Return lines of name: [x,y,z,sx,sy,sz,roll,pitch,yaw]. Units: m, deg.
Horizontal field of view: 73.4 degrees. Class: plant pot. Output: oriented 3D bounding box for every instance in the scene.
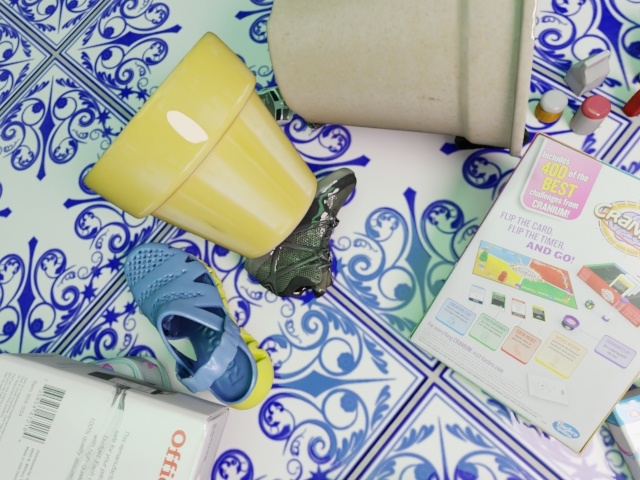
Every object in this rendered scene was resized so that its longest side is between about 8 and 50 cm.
plant pot: [-0.144,-0.105,0.603,0.254,0.239,0.254,-36,30,25]
plant pot: [0.109,-0.278,0.568,0.305,0.334,0.334,3,76,22]

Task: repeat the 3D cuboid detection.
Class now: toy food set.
toy food set: [0.445,-0.248,0.627,0.232,0.104,0.111,-28,72,3]

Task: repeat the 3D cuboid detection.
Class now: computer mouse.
computer mouse: [-0.083,-0.238,0.757,0.192,0.042,0.106,-8,104,12]

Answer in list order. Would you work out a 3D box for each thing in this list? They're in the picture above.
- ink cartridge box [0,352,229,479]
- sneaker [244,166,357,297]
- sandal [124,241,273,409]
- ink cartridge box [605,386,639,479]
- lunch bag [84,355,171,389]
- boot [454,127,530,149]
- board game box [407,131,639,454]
ink cartridge box: [-0.276,0.270,0.521,0.272,0.115,0.199,15,76,6]
sneaker: [0.000,0.000,0.664,0.130,0.087,0.227,41,89,16]
sandal: [-0.198,0.115,0.646,0.317,0.138,0.126,42,89,20]
ink cartridge box: [0.420,0.248,0.528,0.088,0.052,0.123,-20,71,6]
lunch bag: [-0.320,0.320,0.628,0.223,0.108,0.279,-13,75,1]
boot: [0.265,-0.197,0.685,0.121,0.045,0.099,-1,69,9]
board game box: [0.298,0.061,0.545,0.242,0.064,0.317,33,102,18]
